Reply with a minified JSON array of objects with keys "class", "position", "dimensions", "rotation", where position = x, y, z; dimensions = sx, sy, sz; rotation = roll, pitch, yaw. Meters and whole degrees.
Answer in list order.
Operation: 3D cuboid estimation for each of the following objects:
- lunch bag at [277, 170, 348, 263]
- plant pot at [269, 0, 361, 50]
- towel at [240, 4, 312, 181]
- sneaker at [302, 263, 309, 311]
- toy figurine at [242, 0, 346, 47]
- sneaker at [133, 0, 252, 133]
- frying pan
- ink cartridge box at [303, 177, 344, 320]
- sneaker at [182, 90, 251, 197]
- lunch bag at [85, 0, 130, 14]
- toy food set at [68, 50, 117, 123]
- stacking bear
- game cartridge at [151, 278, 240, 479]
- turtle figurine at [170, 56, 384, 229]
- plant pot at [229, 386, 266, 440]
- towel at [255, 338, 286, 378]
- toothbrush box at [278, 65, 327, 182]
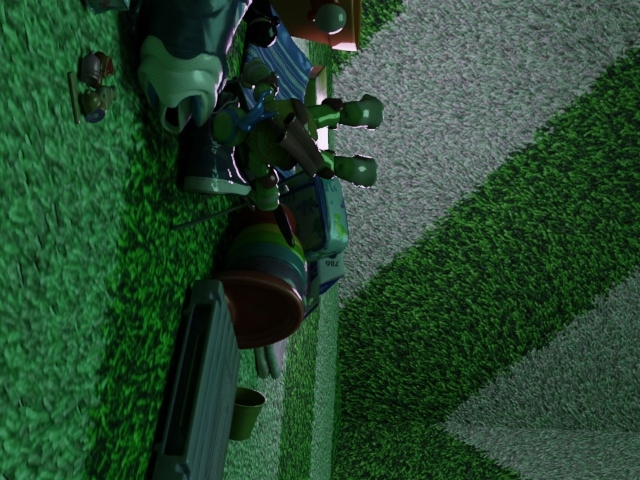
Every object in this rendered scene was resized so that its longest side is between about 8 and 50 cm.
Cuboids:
[{"class":"lunch bag","position":[-0.051,-0.041,1.900],"dimensions":[0.090,0.219,0.176],"rotation":[7,71,-45]},{"class":"plant pot","position":[-0.013,-0.585,2.207],"dimensions":[0.291,0.204,0.290],"rotation":[1,90,-83]},{"class":"towel","position":[-0.092,-0.310,1.972],"dimensions":[0.243,0.040,0.336],"rotation":[51,37,-51]},{"class":"sneaker","position":[-0.060,0.055,2.052],"dimensions":[0.094,0.080,0.212],"rotation":[-94,-171,-67]},{"class":"toy figurine","position":[-0.060,-0.476,1.757],"dimensions":[0.209,0.213,0.148],"rotation":[84,-4,-52]},{"class":"sneaker","position":[-0.178,-0.263,1.273],"dimensions":[0.323,0.130,0.236],"rotation":[-130,-123,-80]},{"class":"frying pan","position":[-0.118,-0.123,1.638],"dimensions":[0.197,0.053,0.326],"rotation":[123,-48,-78]},{"class":"ink cartridge box","position":[0.000,0.000,2.086],"dimensions":[0.165,0.065,0.332],"rotation":[132,-42,-69]},{"class":"sneaker","position":[-0.157,-0.150,1.507],"dimensions":[0.226,0.086,0.163],"rotation":[5,87,-84]},{"class":"lunch bag","position":[-0.228,-0.293,1.001],"dimensions":[0.083,0.053,0.071],"rotation":[68,21,-51]},{"class":"toy food set","position":[-0.241,-0.172,1.038],"dimensions":[0.122,0.019,0.077],"rotation":[-76,166,-64]},{"class":"stacking bear","position":[-0.105,0.035,1.733],"dimensions":[0.289,0.164,0.175],"rotation":[-89,176,-50]},{"class":"game cartridge","position":[-0.184,0.266,1.452],"dimensions":[0.230,0.068,0.355],"rotation":[89,5,-50]},{"class":"turtle figurine","position":[-0.061,-0.151,1.367],"dimensions":[0.275,0.266,0.197],"rotation":[-42,-127,50]},{"class":"plant pot","position":[-0.147,0.320,1.740],"dimensions":[0.083,0.083,0.079],"rotation":[-65,167,-75]},{"class":"towel","position":[-0.106,0.096,2.152],"dimensions":[0.331,0.053,0.316],"rotation":[-81,169,-56]},{"class":"toothbrush box","position":[-0.052,-0.265,2.280],"dimensions":[0.206,0.122,0.283],"rotation":[-68,159,-71]}]
